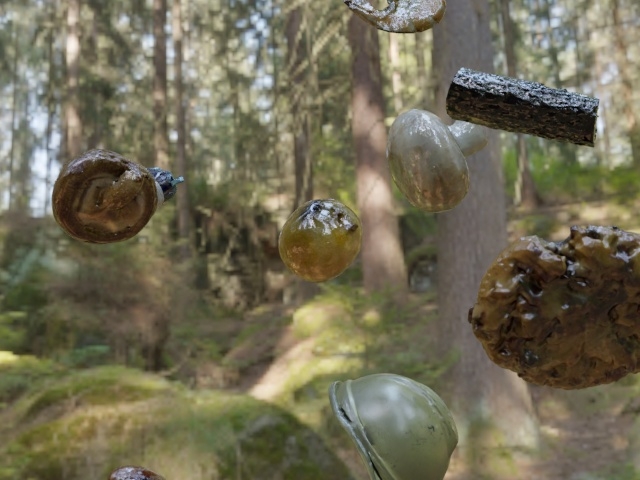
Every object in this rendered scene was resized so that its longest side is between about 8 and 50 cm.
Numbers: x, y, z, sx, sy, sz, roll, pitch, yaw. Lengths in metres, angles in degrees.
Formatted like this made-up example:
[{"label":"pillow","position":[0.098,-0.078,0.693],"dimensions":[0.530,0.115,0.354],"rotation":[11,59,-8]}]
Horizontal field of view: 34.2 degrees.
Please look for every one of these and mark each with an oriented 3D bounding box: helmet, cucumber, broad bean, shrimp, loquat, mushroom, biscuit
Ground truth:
[{"label":"helmet","position":[0.132,0.290,1.531],"dimensions":[0.137,0.257,0.204],"rotation":[-33,-19,11]},{"label":"cucumber","position":[0.285,-0.183,1.469],"dimensions":[0.211,0.078,0.062],"rotation":[19,31,24]},{"label":"broad bean","position":[-0.280,0.414,1.619],"dimensions":[0.114,0.084,0.165],"rotation":[-4,-39,-3]},{"label":"shrimp","position":[0.086,-0.456,1.777],"dimensions":[0.169,0.296,0.058],"rotation":[-30,-21,-29]},{"label":"loquat","position":[0.000,0.000,1.810],"dimensions":[0.137,0.163,0.163],"rotation":[32,-31,-24]},{"label":"mushroom","position":[-0.252,-0.047,1.210],"dimensions":[0.127,0.127,0.087],"rotation":[8,24,-31]},{"label":"biscuit","position":[0.390,0.110,1.545],"dimensions":[0.334,0.081,0.289],"rotation":[18,-61,-20]},{"label":"mushroom","position":[0.266,-0.189,2.285],"dimensions":[0.244,0.243,0.243],"rotation":[-2,-16,-1]}]

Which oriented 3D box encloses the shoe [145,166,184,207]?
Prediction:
[{"label":"shoe","position":[-0.389,-0.118,2.325],"dimensions":[0.106,0.091,0.207],"rotation":[-30,22,-36]}]
